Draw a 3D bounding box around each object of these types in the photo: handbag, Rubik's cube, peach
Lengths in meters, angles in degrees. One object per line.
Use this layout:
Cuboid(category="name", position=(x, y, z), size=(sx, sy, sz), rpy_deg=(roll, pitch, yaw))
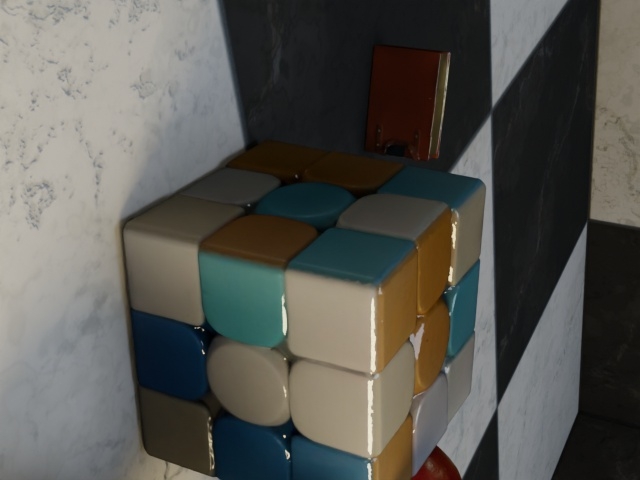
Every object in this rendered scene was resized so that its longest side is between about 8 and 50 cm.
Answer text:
Cuboid(category="handbag", position=(0.148, -0.236, 1.723), size=(0.063, 0.127, 0.190), rpy_deg=(-20, 118, -59))
Cuboid(category="Rubik's cube", position=(-0.010, 0.099, 1.290), size=(0.344, 0.347, 0.346), rpy_deg=(-38, 133, -53))
Cuboid(category="peach", position=(0.189, 0.526, 2.050), size=(0.243, 0.200, 0.243), rpy_deg=(-25, 119, -58))
